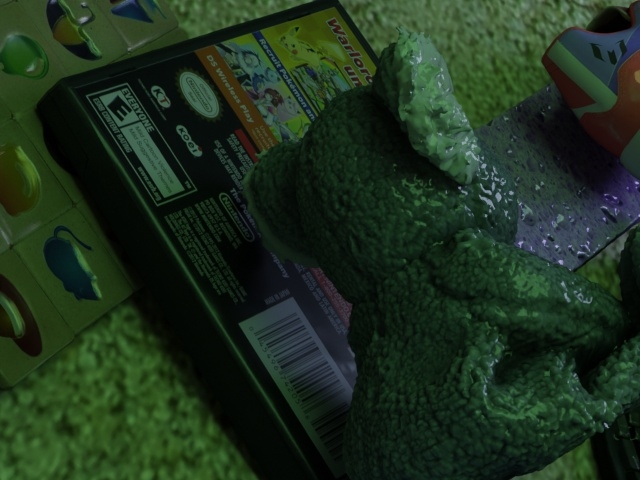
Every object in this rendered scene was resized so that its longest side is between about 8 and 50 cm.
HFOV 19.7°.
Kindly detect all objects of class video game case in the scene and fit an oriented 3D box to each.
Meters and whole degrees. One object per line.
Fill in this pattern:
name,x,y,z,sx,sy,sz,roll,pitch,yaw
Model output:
video game case,0.000,0.000,1.061,0.248,0.035,0.275,-25,80,-48

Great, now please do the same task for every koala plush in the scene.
koala plush,0.061,0.012,0.943,0.203,0.196,0.221,-27,85,-39

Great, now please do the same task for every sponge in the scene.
sponge,0.154,-0.037,1.248,0.117,0.031,0.210,49,40,8

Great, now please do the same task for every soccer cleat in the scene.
soccer cleat,0.253,-0.135,1.336,0.116,0.108,0.318,42,29,6

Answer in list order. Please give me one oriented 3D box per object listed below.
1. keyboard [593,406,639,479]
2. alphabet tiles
keyboard,0.311,0.203,1.160,0.317,0.033,0.201,17,46,-26
alphabet tiles,-0.183,-0.087,0.983,0.285,0.011,0.342,55,37,-4
